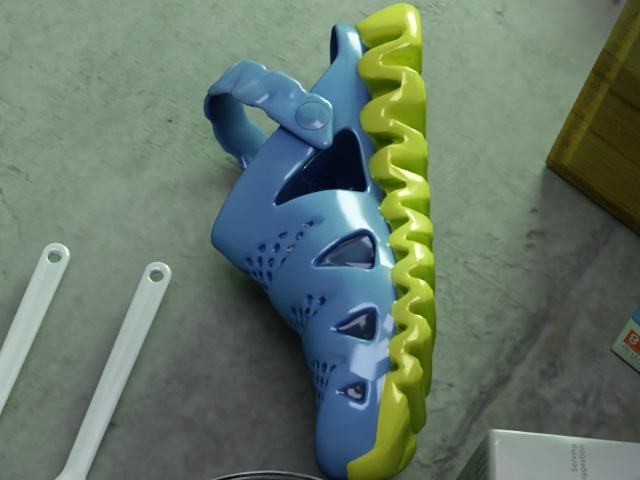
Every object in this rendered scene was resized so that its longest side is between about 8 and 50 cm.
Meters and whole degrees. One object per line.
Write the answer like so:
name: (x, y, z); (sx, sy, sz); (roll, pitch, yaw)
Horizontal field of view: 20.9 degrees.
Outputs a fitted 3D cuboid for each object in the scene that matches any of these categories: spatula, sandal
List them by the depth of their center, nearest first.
spatula: (-0.184, 0.095, 0.991); (0.168, 0.019, 0.242); (17, 58, 5)
sandal: (0.000, 0.000, 1.028); (0.138, 0.126, 0.317); (-2, 54, -1)

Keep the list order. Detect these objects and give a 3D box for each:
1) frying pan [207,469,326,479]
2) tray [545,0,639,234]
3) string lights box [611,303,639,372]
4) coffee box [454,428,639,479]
frying pan: (-0.079, 0.180, 0.909); (0.326, 0.053, 0.197); (37, 78, 3)
tray: (0.339, 0.005, 1.030); (0.411, 0.203, 0.076); (39, 61, 12)
string lights box: (0.273, 0.021, 0.976); (0.133, 0.259, 0.077); (39, 60, 13)
coffee box: (0.155, 0.261, 0.896); (0.168, 0.119, 0.297); (7, 60, -7)
